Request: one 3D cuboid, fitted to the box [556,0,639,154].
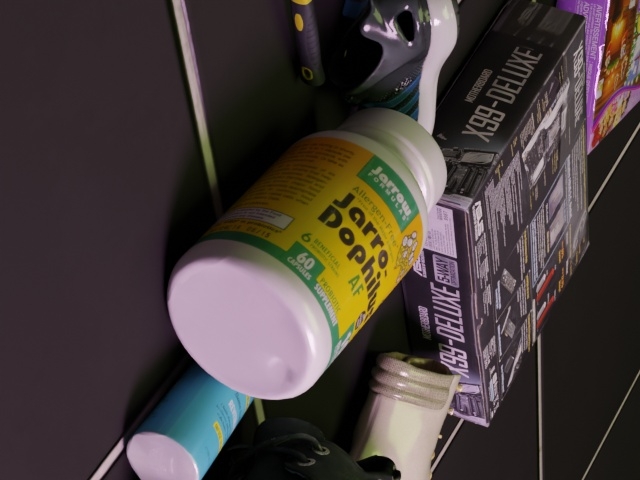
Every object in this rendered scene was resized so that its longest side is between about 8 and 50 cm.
[{"bbox_3d":[0.311,-0.236,1.689,0.293,0.057,0.201,-41,143,-49],"label":"box"}]

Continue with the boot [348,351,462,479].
[{"bbox_3d":[0.081,0.185,1.463,0.213,0.077,0.165,26,82,-61],"label":"boot"}]

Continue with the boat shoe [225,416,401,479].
[{"bbox_3d":[-0.018,0.186,1.215,0.340,0.127,0.113,19,61,-56],"label":"boat shoe"}]

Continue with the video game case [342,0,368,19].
[{"bbox_3d":[0.070,-0.214,1.236,0.166,0.015,0.119,-3,110,-64],"label":"video game case"}]

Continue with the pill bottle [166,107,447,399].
[{"bbox_3d":[0.000,0.000,1.109,0.208,0.117,0.117,-47,146,-43],"label":"pill bottle"}]

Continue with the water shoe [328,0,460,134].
[{"bbox_3d":[0.041,-0.121,1.193,0.203,0.080,0.073,101,-24,-55],"label":"water shoe"}]

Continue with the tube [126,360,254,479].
[{"bbox_3d":[-0.060,0.087,1.138,0.207,0.052,0.080,-53,162,-47],"label":"tube"}]

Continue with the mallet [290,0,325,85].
[{"bbox_3d":[-0.021,-0.163,1.063,0.039,0.062,0.189,-59,168,-25],"label":"mallet"}]

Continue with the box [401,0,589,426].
[{"bbox_3d":[0.159,-0.021,1.488,0.242,0.076,0.307,-57,152,-31],"label":"box"}]
